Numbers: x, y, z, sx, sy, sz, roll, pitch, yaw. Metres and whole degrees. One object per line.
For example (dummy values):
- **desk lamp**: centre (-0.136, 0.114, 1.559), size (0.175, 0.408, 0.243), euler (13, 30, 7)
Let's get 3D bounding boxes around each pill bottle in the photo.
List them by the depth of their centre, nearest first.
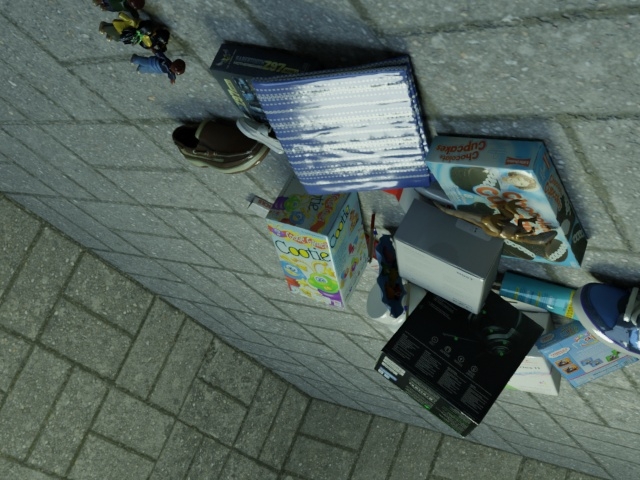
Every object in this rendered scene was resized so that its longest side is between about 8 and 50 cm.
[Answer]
- **pill bottle**: centre (0.230, 0.176, 1.970), size (0.229, 0.131, 0.131), euler (23, 163, -29)

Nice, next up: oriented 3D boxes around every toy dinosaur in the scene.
- **toy dinosaur**: centre (0.281, -0.027, 1.334), size (0.211, 0.064, 0.112), euler (20, 161, 9)

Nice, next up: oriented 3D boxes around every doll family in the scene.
- **doll family**: centre (-0.294, -0.337, 1.357), size (0.111, 0.076, 0.193), euler (6, 160, 31)

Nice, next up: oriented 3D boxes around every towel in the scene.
- **towel**: centre (0.052, -0.175, 1.325), size (0.243, 0.040, 0.336), euler (-4, 152, 13)

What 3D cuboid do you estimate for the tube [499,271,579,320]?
- **tube**: centre (0.480, 0.118, 1.700), size (0.207, 0.052, 0.080), euler (16, 135, 17)

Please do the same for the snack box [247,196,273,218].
- **snack box**: centre (-0.087, -0.049, 1.950), size (0.178, 0.022, 0.064), euler (27, 160, -10)

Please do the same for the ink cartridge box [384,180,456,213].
- **ink cartridge box**: centre (0.170, -0.085, 1.528), size (0.179, 0.045, 0.145), euler (19, 160, 5)

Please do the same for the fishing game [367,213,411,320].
- **fishing game**: centre (0.159, 0.076, 1.765), size (0.041, 0.189, 0.264), euler (-9, 136, 21)

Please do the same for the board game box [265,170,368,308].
- **board game box**: centre (0.000, 0.000, 1.730), size (0.142, 0.144, 0.275), euler (16, 149, 21)

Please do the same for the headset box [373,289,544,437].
- **headset box**: centre (0.296, 0.222, 1.730), size (0.246, 0.283, 0.131), euler (36, 157, 11)

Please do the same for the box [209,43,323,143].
- **box**: centre (-0.060, -0.230, 1.380), size (0.183, 0.059, 0.233), euler (14, 160, 24)

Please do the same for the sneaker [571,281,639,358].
- **sneaker**: centre (0.650, 0.133, 1.478), size (0.322, 0.130, 0.236), euler (33, 145, 7)

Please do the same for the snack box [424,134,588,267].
- **snack box**: centre (0.323, -0.062, 1.384), size (0.187, 0.060, 0.322), euler (9, 156, 36)

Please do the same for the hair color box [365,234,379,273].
- **hair color box**: centre (0.127, 0.037, 1.900), size (0.141, 0.043, 0.072), euler (32, 159, -21)

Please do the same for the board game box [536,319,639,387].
- **board game box**: centre (0.588, 0.241, 1.793), size (0.160, 0.039, 0.211), euler (-29, 136, 21)

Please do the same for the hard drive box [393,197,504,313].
- **hard drive box**: centre (0.240, 0.035, 1.538), size (0.181, 0.089, 0.232), euler (26, 166, 15)

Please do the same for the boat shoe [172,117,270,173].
- **boat shoe**: centre (-0.208, -0.192, 1.607), size (0.257, 0.095, 0.095), euler (3, 147, 46)

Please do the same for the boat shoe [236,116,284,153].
- **boat shoe**: centre (-0.096, -0.188, 1.402), size (0.100, 0.035, 0.035), euler (32, 135, -13)

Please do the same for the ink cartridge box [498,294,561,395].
- **ink cartridge box**: centre (0.452, 0.250, 1.946), size (0.207, 0.119, 0.353), euler (4, 154, 26)
